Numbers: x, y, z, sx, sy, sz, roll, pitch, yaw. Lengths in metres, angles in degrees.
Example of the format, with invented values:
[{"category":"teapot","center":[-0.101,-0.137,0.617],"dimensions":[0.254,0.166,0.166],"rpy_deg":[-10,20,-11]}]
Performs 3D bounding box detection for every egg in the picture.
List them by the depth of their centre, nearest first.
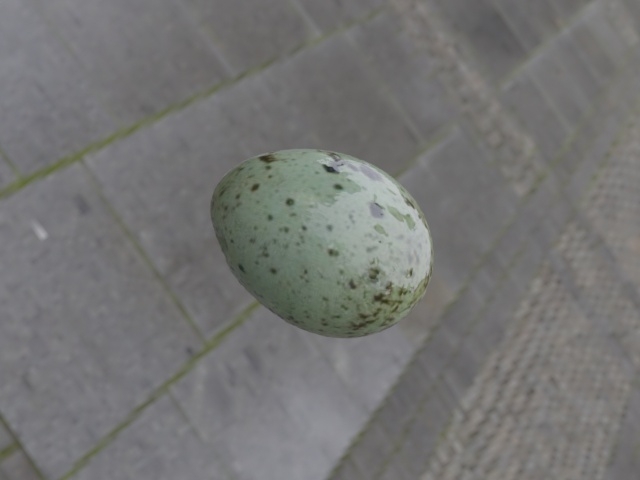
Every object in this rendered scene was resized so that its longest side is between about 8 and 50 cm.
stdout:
[{"category":"egg","center":[0.000,0.000,0.879],"dimensions":[0.110,0.085,0.085],"rpy_deg":[20,24,-2]}]
